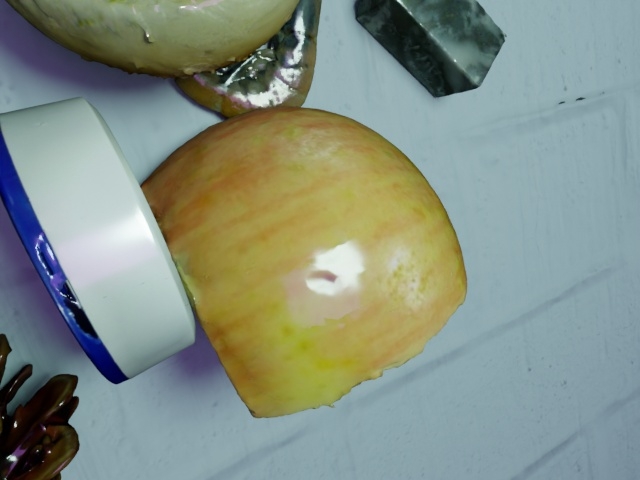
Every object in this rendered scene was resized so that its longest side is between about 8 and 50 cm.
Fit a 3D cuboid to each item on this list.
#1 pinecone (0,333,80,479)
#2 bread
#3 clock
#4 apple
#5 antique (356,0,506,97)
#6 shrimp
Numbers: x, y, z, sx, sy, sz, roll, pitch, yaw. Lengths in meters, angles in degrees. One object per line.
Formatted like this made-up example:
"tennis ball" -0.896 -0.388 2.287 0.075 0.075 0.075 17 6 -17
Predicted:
"pinecone" -0.326 0.184 0.317 0.264 0.264 0.264 -4 100 -26
"bread" -0.140 -0.283 0.374 0.305 0.159 0.305 1 83 -8
"clock" -0.186 0.000 0.375 0.083 0.230 0.230 -27 109 -22
"apple" 0.000 0.000 0.490 0.309 0.252 0.314 -28 71 -14
"antique" 0.141 -0.283 0.576 0.183 0.088 0.086 32 83 -26
"shrimp" -0.086 -0.268 0.486 0.198 0.051 0.262 9 97 -27
